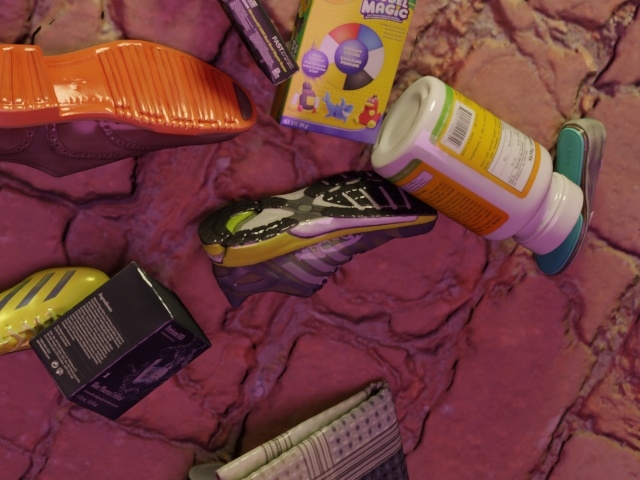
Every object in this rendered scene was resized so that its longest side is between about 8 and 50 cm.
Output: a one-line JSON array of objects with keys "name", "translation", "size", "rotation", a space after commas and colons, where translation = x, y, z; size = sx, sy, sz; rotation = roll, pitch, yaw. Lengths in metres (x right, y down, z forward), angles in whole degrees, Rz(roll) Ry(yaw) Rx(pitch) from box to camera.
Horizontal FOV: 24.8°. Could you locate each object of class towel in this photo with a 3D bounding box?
[{"name": "towel", "translation": [-0.008, 0.382, 1.898], "size": [0.324, 0.056, 0.312], "rotation": [-29, 120, -32]}]

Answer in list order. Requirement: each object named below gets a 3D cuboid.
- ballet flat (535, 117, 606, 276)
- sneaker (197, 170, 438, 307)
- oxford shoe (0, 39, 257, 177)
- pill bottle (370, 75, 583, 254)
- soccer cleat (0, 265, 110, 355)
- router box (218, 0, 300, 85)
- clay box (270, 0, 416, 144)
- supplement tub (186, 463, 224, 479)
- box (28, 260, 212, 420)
[{"name": "ballet flat", "translation": [0.331, -0.055, 1.879], "size": [0.068, 0.072, 0.213], "rotation": [-13, 119, -43]}, {"name": "sneaker", "translation": [0.000, 0.000, 1.801], "size": [0.300, 0.111, 0.121], "rotation": [-11, 128, -9]}, {"name": "oxford shoe", "translation": [-0.255, -0.145, 1.681], "size": [0.364, 0.130, 0.132], "rotation": [3, 141, -23]}, {"name": "pill bottle", "translation": [0.196, -0.084, 1.783], "size": [0.246, 0.136, 0.136], "rotation": [30, 99, -18]}, {"name": "soccer cleat", "translation": [-0.380, 0.109, 1.716], "size": [0.289, 0.121, 0.093], "rotation": [-16, 112, -9]}, {"name": "router box", "translation": [-0.077, -0.246, 1.685], "size": [0.038, 0.092, 0.122], "rotation": [-33, 114, -1]}, {"name": "clay box", "translation": [0.031, -0.236, 1.739], "size": [0.127, 0.053, 0.222], "rotation": [10, 107, -18]}, {"name": "supplement tub", "translation": [-0.151, 0.392, 1.889], "size": [0.106, 0.106, 0.198], "rotation": [4, 107, -16]}, {"name": "box", "translation": [-0.235, 0.123, 1.733], "size": [0.158, 0.156, 0.093], "rotation": [-38, 69, 1]}]
